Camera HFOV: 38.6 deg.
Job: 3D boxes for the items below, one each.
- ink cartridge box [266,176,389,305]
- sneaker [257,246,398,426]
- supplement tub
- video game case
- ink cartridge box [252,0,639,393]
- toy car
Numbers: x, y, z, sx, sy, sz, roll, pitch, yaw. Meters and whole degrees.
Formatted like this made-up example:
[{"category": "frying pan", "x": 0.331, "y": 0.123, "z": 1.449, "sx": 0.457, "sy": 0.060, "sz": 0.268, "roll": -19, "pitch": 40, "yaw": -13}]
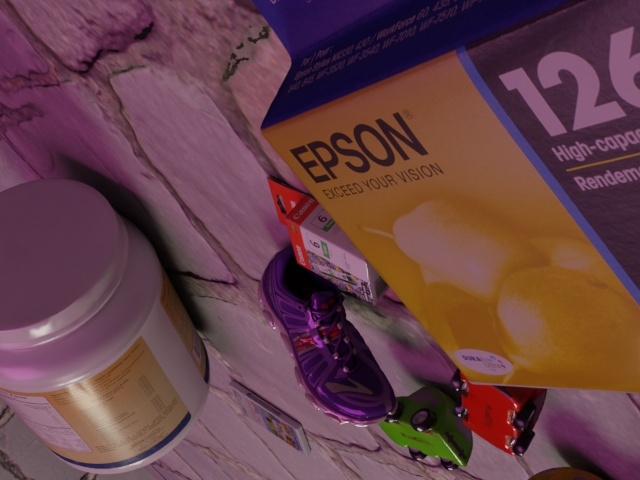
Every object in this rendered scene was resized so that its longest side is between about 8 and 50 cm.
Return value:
[{"category": "ink cartridge box", "x": 0.000, "y": 0.000, "z": 0.704, "sx": 0.115, "sy": 0.029, "sz": 0.063, "roll": 28, "pitch": 154, "yaw": 26}, {"category": "sneaker", "x": 0.003, "y": 0.078, "z": 0.757, "sx": 0.170, "sy": 0.068, "sz": 0.071, "roll": 52, "pitch": 150, "yaw": 20}, {"category": "supplement tub", "x": -0.269, "y": 0.103, "z": 1.038, "sx": 0.228, "sy": 0.228, "sz": 0.316, "roll": 27, "pitch": 152, "yaw": 29}, {"category": "video game case", "x": -0.069, "y": 0.243, "z": 1.247, "sx": 0.122, "sy": 0.011, "sz": 0.087, "roll": 28, "pitch": 153, "yaw": 27}, {"category": "ink cartridge box", "x": 0.095, "y": -0.046, "z": 0.441, "sx": 0.307, "sy": 0.072, "sz": 0.303, "roll": 47, "pitch": 156, "yaw": -17}, {"category": "toy car", "x": 0.132, "y": 0.159, "z": 0.753, "sx": 0.225, "sy": 0.053, "sz": 0.239, "roll": 4, "pitch": 137, "yaw": 54}]
